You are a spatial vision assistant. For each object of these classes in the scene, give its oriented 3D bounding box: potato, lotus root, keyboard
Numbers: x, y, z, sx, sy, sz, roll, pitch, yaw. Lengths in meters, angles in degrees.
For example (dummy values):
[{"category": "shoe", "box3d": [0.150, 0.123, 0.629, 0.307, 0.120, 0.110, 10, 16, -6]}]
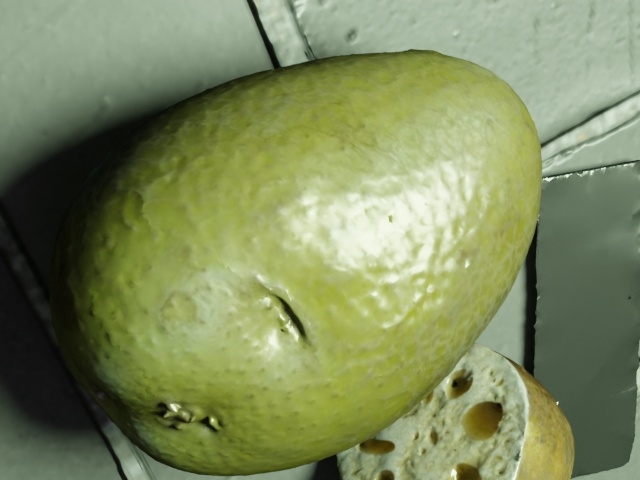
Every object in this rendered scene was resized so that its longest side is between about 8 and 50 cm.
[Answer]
[{"category": "potato", "box3d": [0.000, 0.000, 0.609, 0.251, 0.159, 0.174, -35, 142, -18]}, {"category": "lotus root", "box3d": [0.077, 0.121, 0.704, 0.122, 0.112, 0.081, -51, 126, -2]}, {"category": "keyboard", "box3d": [0.155, 0.051, 0.771, 0.074, 0.015, 0.196, -8, 110, -16]}]
